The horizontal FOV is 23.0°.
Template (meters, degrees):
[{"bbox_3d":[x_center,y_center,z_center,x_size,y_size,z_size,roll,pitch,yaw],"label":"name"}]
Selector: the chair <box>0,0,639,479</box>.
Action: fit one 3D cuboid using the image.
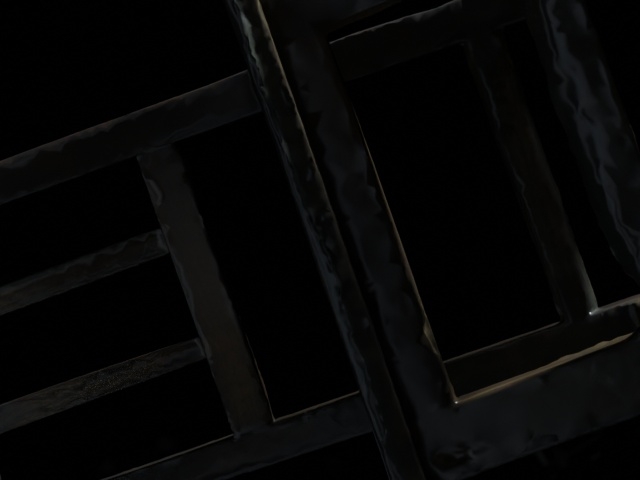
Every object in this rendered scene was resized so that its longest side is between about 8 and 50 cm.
[{"bbox_3d":[0.000,0.000,0.628,0.240,0.416,0.203,-110,180,-90],"label":"chair"}]
